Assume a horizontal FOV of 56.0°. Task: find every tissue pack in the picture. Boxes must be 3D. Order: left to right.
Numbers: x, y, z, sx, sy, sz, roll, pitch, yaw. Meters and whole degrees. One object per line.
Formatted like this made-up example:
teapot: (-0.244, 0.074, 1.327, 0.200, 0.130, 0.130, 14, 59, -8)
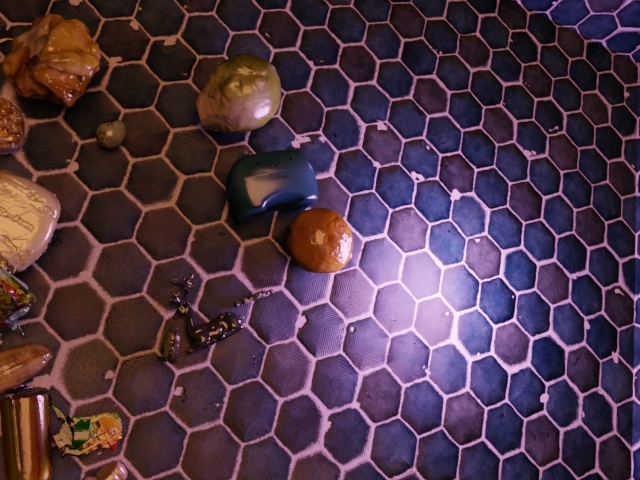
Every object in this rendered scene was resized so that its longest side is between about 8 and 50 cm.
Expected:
tissue pack: (-0.167, -0.189, 1.993, 0.288, 0.198, 0.206, -12, 79, -22)

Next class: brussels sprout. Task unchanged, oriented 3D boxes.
brussels sprout: (-0.265, -0.485, 2.005, 0.317, 0.274, 0.242, -33, 108, -26)

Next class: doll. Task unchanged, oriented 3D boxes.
doll: (-0.636, 0.518, 1.639, 0.186, 0.106, 0.134, 5, 61, -20)

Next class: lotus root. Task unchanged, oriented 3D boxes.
lotus root: (-0.856, 0.352, 1.614, 0.258, 0.097, 0.110, -29, 83, -30)

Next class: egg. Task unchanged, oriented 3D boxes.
egg: (-0.662, -0.340, 1.911, 0.085, 0.085, 0.110, 34, 62, -8)

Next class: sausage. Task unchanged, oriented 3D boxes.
sausage: (-0.760, 0.553, 1.568, 0.117, 0.125, 0.317, -9, 78, -13)

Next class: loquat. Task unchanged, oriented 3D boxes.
loquat: (0.000, 0.000, 2.003, 0.238, 0.193, 0.238, 3, 78, -16)

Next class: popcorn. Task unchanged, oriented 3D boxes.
popcorn: (-0.809, -0.532, 1.834, 0.297, 0.281, 0.315, -32, 62, 12)

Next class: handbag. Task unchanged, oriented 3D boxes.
handbag: (-0.447, 0.309, 1.797, 0.047, 0.072, 0.111, 13, 89, -33)

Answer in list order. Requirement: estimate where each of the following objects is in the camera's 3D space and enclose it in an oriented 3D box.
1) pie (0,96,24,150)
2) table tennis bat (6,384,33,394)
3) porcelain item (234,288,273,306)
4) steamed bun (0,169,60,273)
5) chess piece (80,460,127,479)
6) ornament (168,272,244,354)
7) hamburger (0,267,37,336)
pie: (-0.988, -0.337, 1.784, 0.205, 0.084, 0.178, -13, 80, -26)
table tennis bat: (-0.809, 0.401, 1.626, 0.050, 0.083, 0.007, -31, 76, 11)
porcelain item: (-0.206, 0.180, 1.930, 0.136, 0.075, 0.021, -18, 82, -26)
steamed bun: (-0.875, -0.042, 1.694, 0.232, 0.166, 0.272, 27, 68, -23)
chess piece: (-0.670, 0.734, 1.558, 0.397, 0.117, 0.117, -40, 91, -29)
ornament: (-0.362, 0.204, 1.859, 0.202, 0.080, 0.236, -24, 83, -22)
hamburger: (-0.893, 0.135, 1.601, 0.261, 0.276, 0.150, 20, 43, -22)
